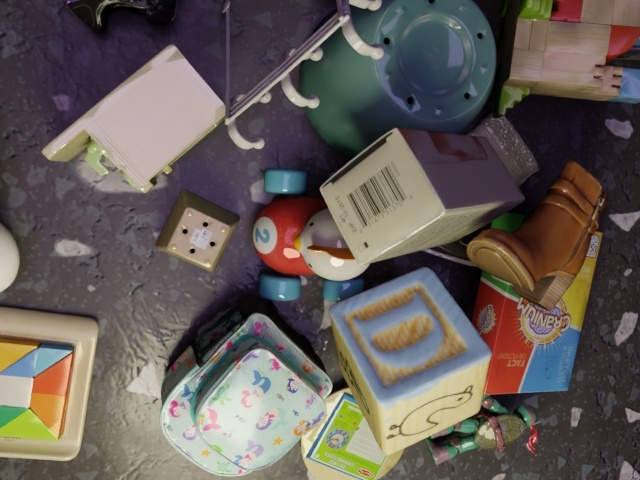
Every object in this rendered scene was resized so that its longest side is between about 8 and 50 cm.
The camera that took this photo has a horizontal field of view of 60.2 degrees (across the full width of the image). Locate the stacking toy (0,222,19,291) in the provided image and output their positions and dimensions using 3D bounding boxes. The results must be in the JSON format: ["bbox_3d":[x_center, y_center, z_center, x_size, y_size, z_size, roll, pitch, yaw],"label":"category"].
[{"bbox_3d":[-0.581,-0.107,0.715,0.351,0.350,0.479,-31,118,-8],"label":"stacking toy"}]

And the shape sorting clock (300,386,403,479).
[{"bbox_3d":[0.064,0.362,1.019,0.206,0.040,0.206,-3,99,-16],"label":"shape sorting clock"}]

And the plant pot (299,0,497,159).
[{"bbox_3d":[0.134,-0.267,0.863,0.293,0.235,0.293,-2,96,-13],"label":"plant pot"}]

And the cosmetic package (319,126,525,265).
[{"bbox_3d":[0.159,-0.068,0.806,0.153,0.296,0.129,-36,74,34],"label":"cosmetic package"}]

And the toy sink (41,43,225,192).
[{"bbox_3d":[-0.265,-0.156,0.827,0.234,0.153,0.131,-42,104,-6],"label":"toy sink"}]

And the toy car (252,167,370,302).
[{"bbox_3d":[0.000,0.000,0.855,0.210,0.238,0.219,3,96,-7],"label":"toy car"}]

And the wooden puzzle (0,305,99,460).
[{"bbox_3d":[-0.485,0.230,0.876,0.221,0.044,0.238,10,94,-14],"label":"wooden puzzle"}]

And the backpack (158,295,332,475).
[{"bbox_3d":[-0.128,0.251,0.892,0.253,0.191,0.225,-40,112,2],"label":"backpack"}]

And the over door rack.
[{"bbox_3d":[-0.045,-0.314,0.773,0.108,0.239,0.324,15,53,-47],"label":"over door rack"}]

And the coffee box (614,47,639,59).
[{"bbox_3d":[0.633,-0.415,1.029,0.247,0.098,0.141,-4,98,-12],"label":"coffee box"}]

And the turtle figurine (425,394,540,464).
[{"bbox_3d":[0.314,0.341,1.042,0.234,0.118,0.175,-15,100,-5],"label":"turtle figurine"}]

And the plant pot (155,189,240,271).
[{"bbox_3d":[-0.196,-0.010,0.888,0.109,0.096,0.109,26,90,-14],"label":"plant pot"}]

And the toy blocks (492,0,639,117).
[{"bbox_3d":[0.449,-0.387,0.905,0.261,0.191,0.381,6,94,5],"label":"toy blocks"}]

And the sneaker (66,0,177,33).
[{"bbox_3d":[-0.244,-0.407,0.835,0.293,0.102,0.146,-27,105,-3],"label":"sneaker"}]

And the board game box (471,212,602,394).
[{"bbox_3d":[0.392,0.119,1.020,0.242,0.064,0.316,7,95,-32],"label":"board game box"}]

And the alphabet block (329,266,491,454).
[{"bbox_3d":[0.141,0.196,0.903,0.192,0.193,0.197,-21,139,-8],"label":"alphabet block"}]

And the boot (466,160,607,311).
[{"bbox_3d":[0.350,-0.024,0.849,0.283,0.109,0.220,29,90,-40],"label":"boot"}]

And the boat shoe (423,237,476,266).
[{"bbox_3d":[0.207,-0.007,0.988,0.228,0.081,0.068,14,97,-12],"label":"boat shoe"}]

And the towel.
[{"bbox_3d":[0.334,-0.160,1.028,0.110,0.027,0.148,-42,103,-6],"label":"towel"}]
